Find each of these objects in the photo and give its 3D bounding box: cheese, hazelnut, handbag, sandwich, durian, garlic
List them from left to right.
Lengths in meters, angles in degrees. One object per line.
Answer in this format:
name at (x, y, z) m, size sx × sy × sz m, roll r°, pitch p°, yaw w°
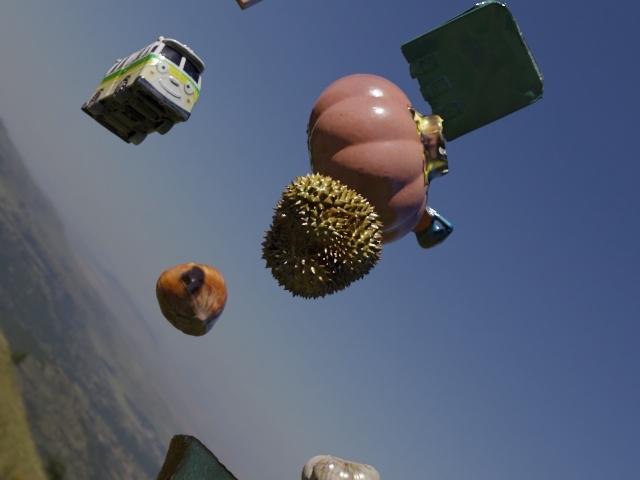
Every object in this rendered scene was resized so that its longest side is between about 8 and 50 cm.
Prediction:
sandwich at (-0.259, 0.497, 1.951) m, size 0.065 × 0.214 × 0.186 m, roll -7°, pitch -47°, yaw 45°
hazelnut at (-0.300, 0.135, 2.489) m, size 0.182 × 0.182 × 0.182 m, roll 51°, pitch -11°, yaw 14°
durian at (0.000, 0.000, 1.327) m, size 0.168 × 0.158 × 0.137 m, roll 28°, pitch 27°, yaw -34°
garlic at (0.037, 0.477, 2.025) m, size 0.147 × 0.102 × 0.159 m, roll 9°, pitch -9°, yaw 44°
cheese at (0.135, -0.110, 2.157) m, size 0.329 × 0.129 × 0.217 m, roll 42°, pitch -29°, yaw -7°
handbag at (0.358, -0.405, 2.438) m, size 0.268 × 0.274 × 0.100 m, roll 59°, pitch 14°, yaw -12°

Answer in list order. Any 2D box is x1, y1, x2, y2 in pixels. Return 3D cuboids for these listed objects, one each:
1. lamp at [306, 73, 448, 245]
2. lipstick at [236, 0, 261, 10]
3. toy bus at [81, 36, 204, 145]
lamp at (0.101, -0.143, 1.796) m, size 0.305 × 0.240 × 0.305 m, roll -10°, pitch 90°, yaw -84°
lipstick at (-0.135, -0.607, 2.480) m, size 0.045 × 0.145 × 0.045 m, roll 57°, pitch -13°, yaw 7°
toy bus at (-0.376, -0.331, 2.269) m, size 0.143 × 0.179 × 0.305 m, roll 38°, pitch -24°, yaw -25°
